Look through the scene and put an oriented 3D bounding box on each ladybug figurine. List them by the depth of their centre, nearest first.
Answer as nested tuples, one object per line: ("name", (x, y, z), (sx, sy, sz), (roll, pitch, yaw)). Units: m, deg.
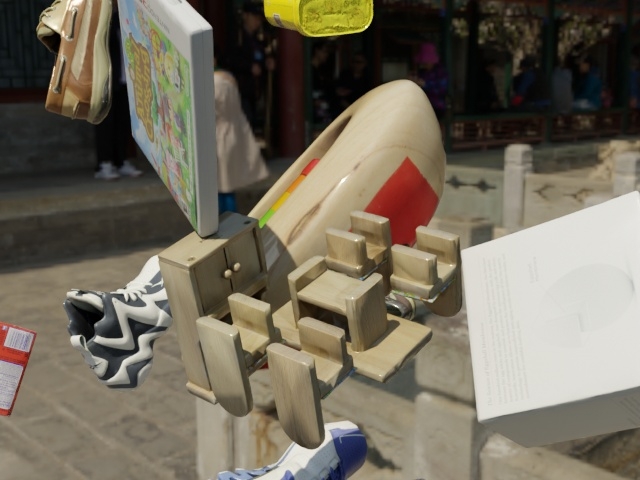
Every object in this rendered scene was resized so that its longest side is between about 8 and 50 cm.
("ladybug figurine", (0.000, 0.000, 1.044), (0.162, 0.449, 0.305), (42, -1, -11))

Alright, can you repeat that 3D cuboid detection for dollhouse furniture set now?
("dollhouse furniture set", (-0.018, 0.087, 0.765), (0.242, 0.161, 0.212), (16, 37, 36))

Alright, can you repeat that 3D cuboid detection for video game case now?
("video game case", (-0.145, -0.140, 0.777), (0.023, 0.212, 0.193), (-18, 44, -23))

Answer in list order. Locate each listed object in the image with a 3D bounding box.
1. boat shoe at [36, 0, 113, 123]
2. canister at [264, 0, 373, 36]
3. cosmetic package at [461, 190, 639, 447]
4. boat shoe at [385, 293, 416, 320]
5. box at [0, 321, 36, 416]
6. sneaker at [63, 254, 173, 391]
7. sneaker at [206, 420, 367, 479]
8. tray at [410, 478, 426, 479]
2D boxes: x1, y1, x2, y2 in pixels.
("boat shoe", (-0.426, -0.364, 1.434), (0.120, 0.324, 0.122), (2, -15, -23))
("canister", (-0.008, -0.372, 1.328), (0.126, 0.073, 0.170), (-11, 22, -20))
("cosmetic package", (0.299, 0.099, 0.959), (0.225, 0.224, 0.138), (-20, -36, 30))
("boat shoe", (0.051, 0.122, 1.438), (0.223, 0.080, 0.073), (-4, 0, 19))
("box", (-0.552, 0.154, 1.162), (0.257, 0.128, 0.122), (21, -17, -30))
("sneaker", (-0.294, 0.087, 1.215), (0.094, 0.153, 0.235), (-4, 50, 34))
("sneaker", (-0.030, 0.425, 1.335), (0.315, 0.127, 0.182), (-18, 27, -34))
("tray", (0.148, 0.470, 1.290), (0.145, 0.030, 0.270), (-4, 30, -16))
